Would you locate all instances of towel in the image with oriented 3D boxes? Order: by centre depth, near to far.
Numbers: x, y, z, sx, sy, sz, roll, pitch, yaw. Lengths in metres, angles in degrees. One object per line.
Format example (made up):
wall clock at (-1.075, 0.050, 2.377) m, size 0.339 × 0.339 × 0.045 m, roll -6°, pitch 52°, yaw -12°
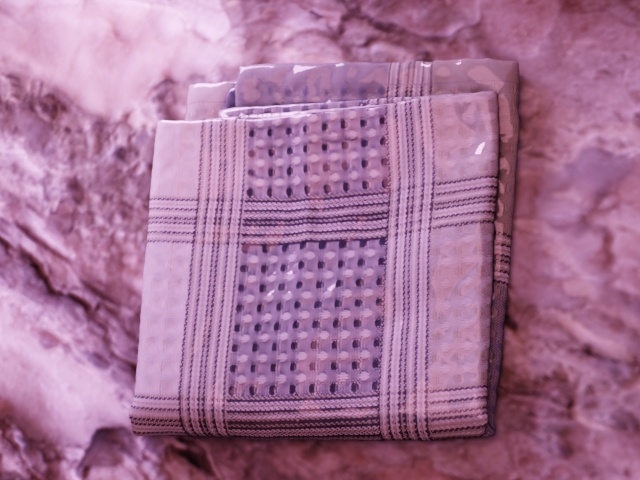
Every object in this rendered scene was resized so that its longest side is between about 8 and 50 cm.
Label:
towel at (0.000, 0.000, 1.171) m, size 0.312 × 0.056 × 0.324 m, roll -2°, pitch 70°, yaw 23°
